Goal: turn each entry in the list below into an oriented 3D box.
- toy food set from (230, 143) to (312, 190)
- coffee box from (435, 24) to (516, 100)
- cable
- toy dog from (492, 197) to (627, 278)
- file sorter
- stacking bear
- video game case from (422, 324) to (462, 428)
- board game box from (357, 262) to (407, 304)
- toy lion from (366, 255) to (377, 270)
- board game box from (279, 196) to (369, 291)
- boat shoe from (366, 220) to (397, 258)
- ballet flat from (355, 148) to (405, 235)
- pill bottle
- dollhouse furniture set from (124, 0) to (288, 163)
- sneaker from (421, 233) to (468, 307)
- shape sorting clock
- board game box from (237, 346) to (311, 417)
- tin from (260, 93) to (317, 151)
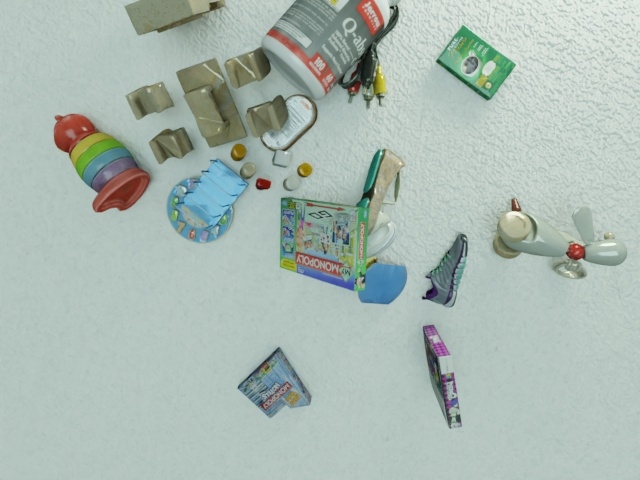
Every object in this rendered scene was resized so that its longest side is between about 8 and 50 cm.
[{"bbox_3d":[-0.149,-0.201,1.364,0.232,0.104,0.111,9,88,-15],"label":"toy food set"},{"bbox_3d":[0.421,-0.482,1.277,0.184,0.040,0.113,34,101,-3],"label":"coffee box"},{"bbox_3d":[0.135,-0.514,1.302,0.140,0.072,0.287,13,89,19],"label":"cable"},{"bbox_3d":[0.634,-0.028,1.287,0.334,0.220,0.160,17,70,-6],"label":"toy dog"},{"bbox_3d":[-0.310,-0.131,1.331,0.118,0.104,0.170,40,96,-4],"label":"file sorter"},{"bbox_3d":[-0.649,-0.241,1.355,0.164,0.175,0.289,-44,87,12],"label":"stacking bear"},{"bbox_3d":[0.344,0.379,1.344,0.042,0.232,0.210,-11,99,4],"label":"video game case"},{"bbox_3d":[0.177,0.123,1.393,0.169,0.033,0.133,8,111,-30],"label":"board game box"},{"bbox_3d":[0.121,0.073,1.410,0.100,0.034,0.096,2,93,5],"label":"toy lion"},{"bbox_3d":[0.000,0.000,1.292,0.317,0.046,0.213,12,104,47],"label":"board game box"},{"bbox_3d":[0.103,0.018,1.360,0.258,0.084,0.095,-33,73,9],"label":"boat shoe"},{"bbox_3d":[0.157,-0.103,1.304,0.106,0.107,0.315,25,82,-14],"label":"ballet flat"},{"bbox_3d":[0.041,-0.556,1.185,0.210,0.210,0.363,42,93,-4],"label":"pill bottle"},{"bbox_3d":[-0.316,-0.461,1.273,0.362,0.256,0.394,-13,118,14],"label":"dollhouse furniture set"},{"bbox_3d":[0.362,0.084,1.367,0.098,0.083,0.223,12,102,7],"label":"sneaker"},{"bbox_3d":[-0.364,-0.090,1.412,0.206,0.040,0.206,1,100,5],"label":"shape sorting clock"},{"bbox_3d":[-0.133,0.474,1.487,0.194,0.060,0.194,44,100,-3],"label":"board game box"},{"bbox_3d":[-0.092,-0.335,1.349,0.190,0.040,0.106,-42,99,10],"label":"tin"}]
